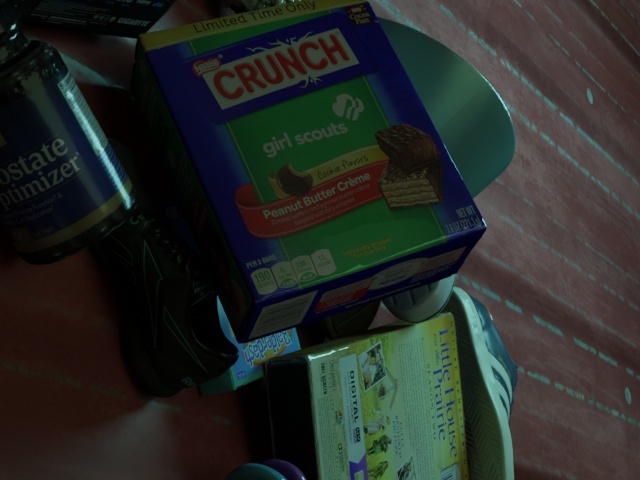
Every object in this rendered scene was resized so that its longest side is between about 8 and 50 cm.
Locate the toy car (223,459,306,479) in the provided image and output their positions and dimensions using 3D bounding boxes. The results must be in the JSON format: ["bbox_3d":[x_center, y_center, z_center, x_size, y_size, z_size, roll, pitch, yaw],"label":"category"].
[{"bbox_3d":[-0.042,0.293,1.370,0.182,0.159,0.136,44,34,-43],"label":"toy car"}]

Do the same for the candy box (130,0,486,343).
[{"bbox_3d":[-0.019,-0.087,1.399,0.268,0.122,0.317,-17,68,-22],"label":"candy box"}]

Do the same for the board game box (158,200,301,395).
[{"bbox_3d":[-0.099,0.052,1.488,0.160,0.047,0.210,-15,90,-62],"label":"board game box"}]

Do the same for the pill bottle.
[{"bbox_3d":[-0.263,-0.099,1.188,0.219,0.122,0.123,62,31,-22],"label":"pill bottle"}]

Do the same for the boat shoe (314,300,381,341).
[{"bbox_3d":[0.000,0.000,1.611,0.110,0.104,0.307,-41,141,-28],"label":"boat shoe"}]

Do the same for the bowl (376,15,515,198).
[{"bbox_3d":[0.066,-0.111,1.641,0.311,0.311,0.163,52,56,-37],"label":"bowl"}]

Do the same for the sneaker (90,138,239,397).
[{"bbox_3d":[-0.158,0.020,1.340,0.101,0.106,0.267,-29,101,-59],"label":"sneaker"}]

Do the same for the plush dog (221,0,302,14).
[{"bbox_3d":[-0.045,-0.411,1.681,0.225,0.210,0.262,49,27,6],"label":"plush dog"}]

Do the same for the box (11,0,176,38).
[{"bbox_3d":[-0.179,-0.316,1.258,0.073,0.293,0.295,55,26,15],"label":"box"}]

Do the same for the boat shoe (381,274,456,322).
[{"bbox_3d":[0.137,0.006,1.803,0.335,0.121,0.119,-90,154,-52],"label":"boat shoe"}]

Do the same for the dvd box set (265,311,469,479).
[{"bbox_3d":[0.072,0.262,1.638,0.420,0.062,0.308,-10,95,-62],"label":"dvd box set"}]

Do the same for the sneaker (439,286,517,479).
[{"bbox_3d":[0.230,0.240,1.898,0.148,0.131,0.350,16,63,-53],"label":"sneaker"}]
